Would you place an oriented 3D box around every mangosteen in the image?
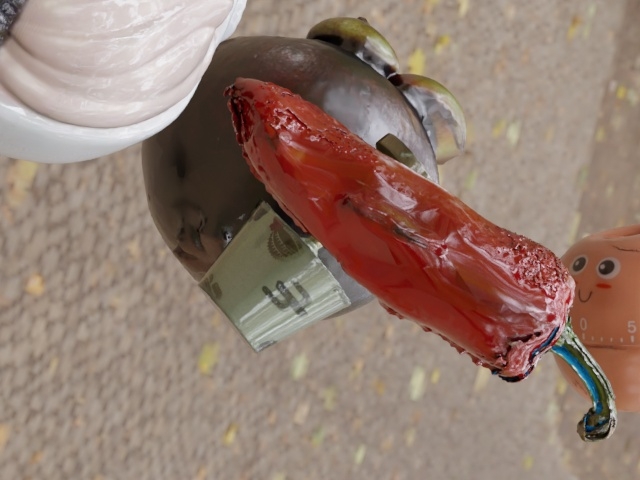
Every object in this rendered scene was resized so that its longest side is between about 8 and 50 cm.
[{"bbox_3d":[-0.014,-0.088,1.549,0.347,0.307,0.307,-55,153,-31],"label":"mangosteen"}]

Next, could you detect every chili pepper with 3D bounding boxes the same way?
[{"bbox_3d":[0.080,0.007,1.143,0.110,0.388,0.110,-55,180,0],"label":"chili pepper"}]

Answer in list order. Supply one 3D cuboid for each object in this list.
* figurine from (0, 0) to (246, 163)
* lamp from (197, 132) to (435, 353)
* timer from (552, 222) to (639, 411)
[{"bbox_3d":[-0.159,-0.178,0.963,0.361,0.253,0.211,-93,-160,-67],"label":"figurine"},{"bbox_3d":[0.000,0.000,1.322,0.215,0.121,0.121,-38,152,-6],"label":"lamp"},{"bbox_3d":[0.381,0.088,1.812,0.230,0.230,0.214,-12,98,-67],"label":"timer"}]
